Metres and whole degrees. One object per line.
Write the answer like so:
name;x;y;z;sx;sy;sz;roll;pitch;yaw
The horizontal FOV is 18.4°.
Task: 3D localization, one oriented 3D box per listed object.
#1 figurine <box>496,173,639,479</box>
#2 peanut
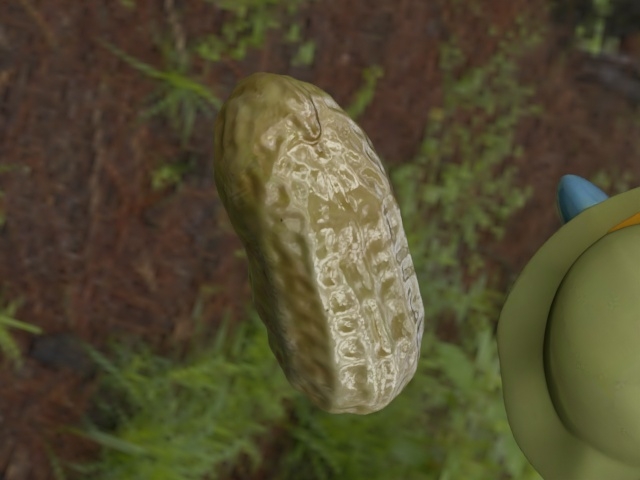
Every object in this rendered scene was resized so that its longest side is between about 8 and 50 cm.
figurine;0.160;0.063;0.805;0.262;0.154;0.180;37;50;-71
peanut;0.000;0.000;0.986;0.083;0.093;0.194;-20;115;-4
